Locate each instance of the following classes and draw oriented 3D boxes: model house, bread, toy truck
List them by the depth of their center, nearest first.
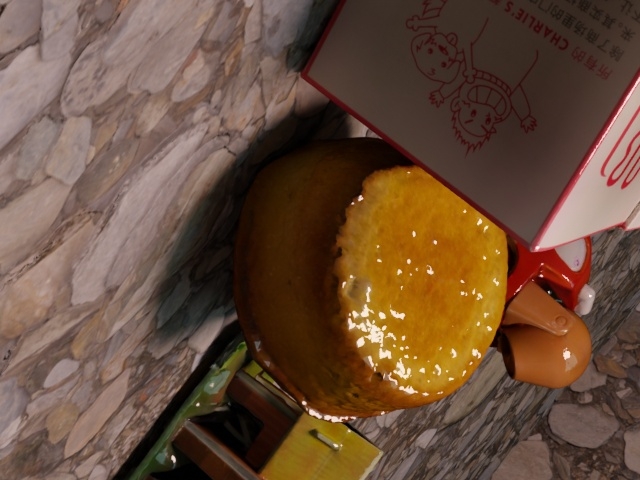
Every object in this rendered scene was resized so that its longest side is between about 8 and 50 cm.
[{"bbox_3d":[0.053,0.038,1.708,0.312,0.172,0.312,2,87,-41],"label":"bread"},{"bbox_3d":[-0.018,0.322,1.972,0.300,0.323,0.340,-52,161,1],"label":"model house"},{"bbox_3d":[0.321,0.078,2.453,0.265,0.239,0.189,-45,160,-23],"label":"toy truck"}]

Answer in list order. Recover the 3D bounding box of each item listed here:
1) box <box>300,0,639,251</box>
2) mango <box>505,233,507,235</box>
[{"bbox_3d":[0.223,-0.206,1.620,0.300,0.314,0.312,-13,137,-58],"label":"box"},{"bbox_3d":[0.118,-0.028,1.971,0.166,0.136,0.236,-13,144,-41],"label":"mango"}]
